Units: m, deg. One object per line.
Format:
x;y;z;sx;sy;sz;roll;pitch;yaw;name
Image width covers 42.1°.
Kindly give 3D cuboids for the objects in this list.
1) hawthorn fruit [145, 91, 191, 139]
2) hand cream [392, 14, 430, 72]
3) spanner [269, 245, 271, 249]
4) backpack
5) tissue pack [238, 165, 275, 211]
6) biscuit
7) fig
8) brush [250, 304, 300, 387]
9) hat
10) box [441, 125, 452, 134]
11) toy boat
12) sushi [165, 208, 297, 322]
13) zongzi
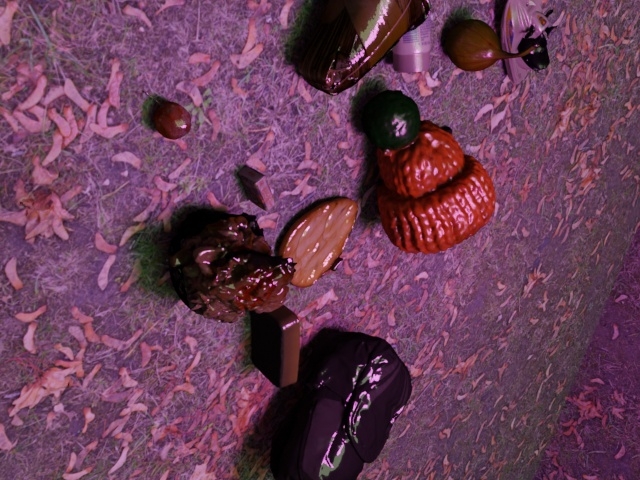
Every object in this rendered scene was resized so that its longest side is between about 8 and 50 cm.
-0.272;-0.226;1.472;0.067;0.067;0.103;-43;114;-21;hawthorn fruit
0.193;-0.494;1.811;0.133;0.083;0.248;-21;117;-40;hand cream
-0.167;0.000;1.769;0.208;0.012;0.046;23;95;-53;spanner
0.040;0.460;2.121;0.446;0.255;0.363;-61;146;-22;backpack
-0.129;-0.107;1.700;0.035;0.063;0.083;-40;140;-20;tissue pack
-0.003;-0.001;1.936;0.260;0.041;0.203;-46;138;-19;biscuit
0.404;-0.449;1.938;0.124;0.236;0.124;-25;123;-45;fig
-0.106;0.232;1.901;0.059;0.123;0.197;-22;128;-33;brush
0.225;-0.184;1.962;0.285;0.285;0.400;-37;112;-27;hat
0.284;-0.221;2.127;0.126;0.027;0.125;-26;134;-38;box
0.530;-0.521;2.123;0.141;0.141;0.269;-48;155;-15;toy boat
-0.174;0.067;1.624;0.238;0.219;0.225;-23;130;-28;sushi
0.059;-0.460;1.582;0.289;0.154;0.317;-49;150;-15;zongzi
